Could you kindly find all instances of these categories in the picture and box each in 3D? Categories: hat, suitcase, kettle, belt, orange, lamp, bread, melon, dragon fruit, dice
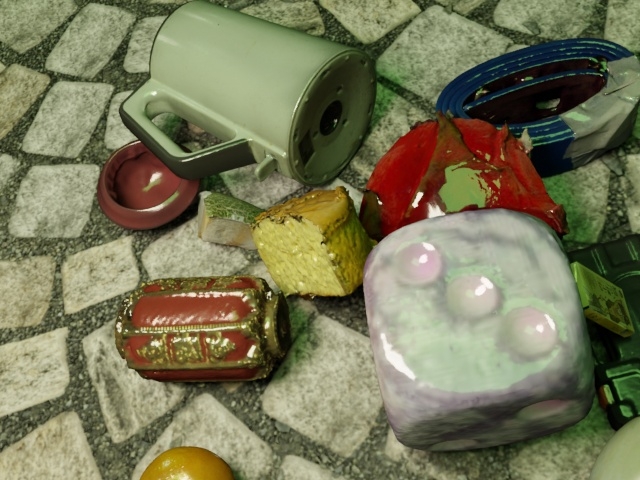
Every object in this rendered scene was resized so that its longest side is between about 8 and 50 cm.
[{"bbox_3d":[-0.321,-0.102,1.367,0.205,0.089,0.205,-3,64,7],"label":"hat"},{"bbox_3d":[0.483,0.126,1.072,0.206,0.066,0.285,-15,60,5],"label":"suitcase"},{"bbox_3d":[-0.148,-0.248,1.319,0.376,0.250,0.361,29,69,28],"label":"kettle"},{"bbox_3d":[0.377,-0.226,1.259,0.347,0.117,0.212,-14,59,6],"label":"belt"},{"bbox_3d":[-0.198,0.379,1.055,0.156,0.124,0.156,-7,59,13],"label":"orange"},{"bbox_3d":[-0.187,0.143,1.162,0.274,0.177,0.177,-3,61,9],"label":"lamp"},{"bbox_3d":[0.001,-0.003,1.161,0.147,0.260,0.160,-30,97,-28],"label":"bread"},{"bbox_3d":[-0.163,-0.032,1.285,0.202,0.139,0.093,20,90,19],"label":"melon"},{"bbox_3d":[0.186,-0.073,1.166,0.343,0.100,0.282,-26,70,17],"label":"dragon fruit"},{"bbox_3d":[0.214,0.133,1.010,0.271,0.270,0.270,-11,61,8],"label":"dice"}]

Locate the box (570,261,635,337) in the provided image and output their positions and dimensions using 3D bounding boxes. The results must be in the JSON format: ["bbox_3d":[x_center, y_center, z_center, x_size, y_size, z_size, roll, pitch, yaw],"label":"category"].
[{"bbox_3d":[0.390,0.084,1.001,0.020,0.149,0.073,-30,52,35],"label":"box"}]

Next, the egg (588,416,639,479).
[{"bbox_3d":[0.454,0.305,0.912,0.217,0.183,0.183,-40,61,0],"label":"egg"}]
